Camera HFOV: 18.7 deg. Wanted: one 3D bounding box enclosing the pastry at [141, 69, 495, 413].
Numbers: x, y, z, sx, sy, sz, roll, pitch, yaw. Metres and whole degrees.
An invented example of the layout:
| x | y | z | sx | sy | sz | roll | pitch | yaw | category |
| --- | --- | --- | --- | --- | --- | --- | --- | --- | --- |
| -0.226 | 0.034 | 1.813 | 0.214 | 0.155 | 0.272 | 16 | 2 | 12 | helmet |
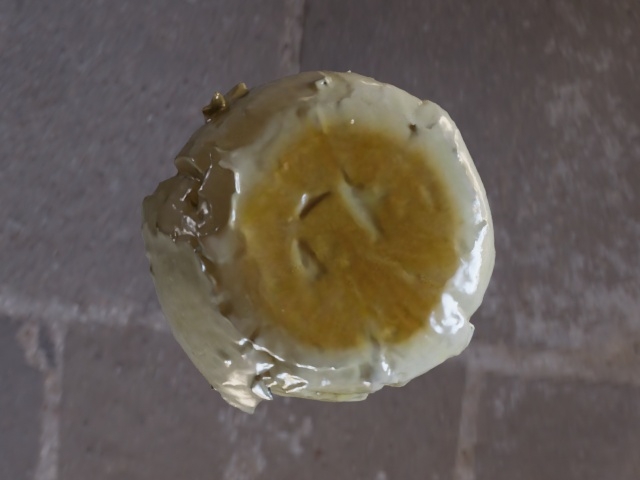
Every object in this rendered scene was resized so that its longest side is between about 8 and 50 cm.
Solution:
| x | y | z | sx | sy | sz | roll | pitch | yaw | category |
| --- | --- | --- | --- | --- | --- | --- | --- | --- | --- |
| 0.000 | 0.000 | 0.897 | 0.166 | 0.088 | 0.166 | 1 | 86 | -12 | pastry |
